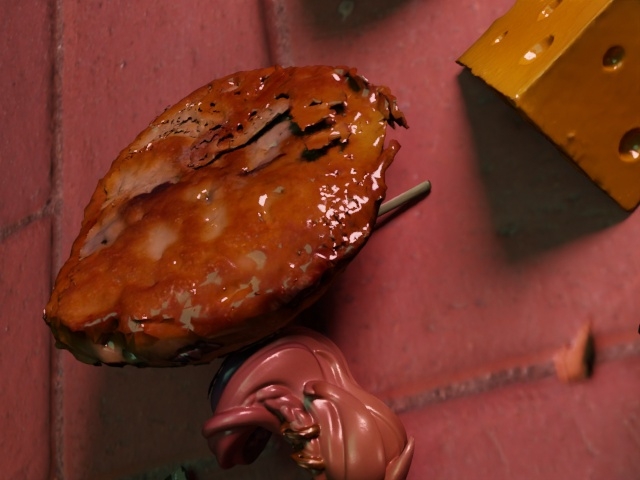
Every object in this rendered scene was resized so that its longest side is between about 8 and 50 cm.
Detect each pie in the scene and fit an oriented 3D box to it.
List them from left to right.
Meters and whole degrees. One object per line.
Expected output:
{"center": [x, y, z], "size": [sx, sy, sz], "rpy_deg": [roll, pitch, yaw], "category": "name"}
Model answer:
{"center": [-0.073, -0.033, 0.626], "size": [0.308, 0.085, 0.308], "rpy_deg": [-21, 38, 17], "category": "pie"}

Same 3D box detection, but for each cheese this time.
{"center": [0.159, -0.122, 0.542], "size": [0.093, 0.126, 0.171], "rpy_deg": [-49, 32, 14], "category": "cheese"}

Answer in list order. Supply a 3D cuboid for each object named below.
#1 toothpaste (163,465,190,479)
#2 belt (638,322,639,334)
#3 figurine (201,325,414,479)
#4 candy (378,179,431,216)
{"center": [-0.181, 0.268, 0.705], "size": [0.204, 0.031, 0.049], "rpy_deg": [-39, 56, 19], "category": "toothpaste"}
{"center": [0.269, 0.027, 0.317], "size": [0.257, 0.207, 0.150], "rpy_deg": [21, 92, 48], "category": "belt"}
{"center": [-0.011, 0.122, 0.566], "size": [0.157, 0.126, 0.114], "rpy_deg": [17, 129, 41], "category": "figurine"}
{"center": [0.000, 0.000, 0.644], "size": [0.201, 0.060, 0.061], "rpy_deg": [-27, 61, 20], "category": "candy"}
